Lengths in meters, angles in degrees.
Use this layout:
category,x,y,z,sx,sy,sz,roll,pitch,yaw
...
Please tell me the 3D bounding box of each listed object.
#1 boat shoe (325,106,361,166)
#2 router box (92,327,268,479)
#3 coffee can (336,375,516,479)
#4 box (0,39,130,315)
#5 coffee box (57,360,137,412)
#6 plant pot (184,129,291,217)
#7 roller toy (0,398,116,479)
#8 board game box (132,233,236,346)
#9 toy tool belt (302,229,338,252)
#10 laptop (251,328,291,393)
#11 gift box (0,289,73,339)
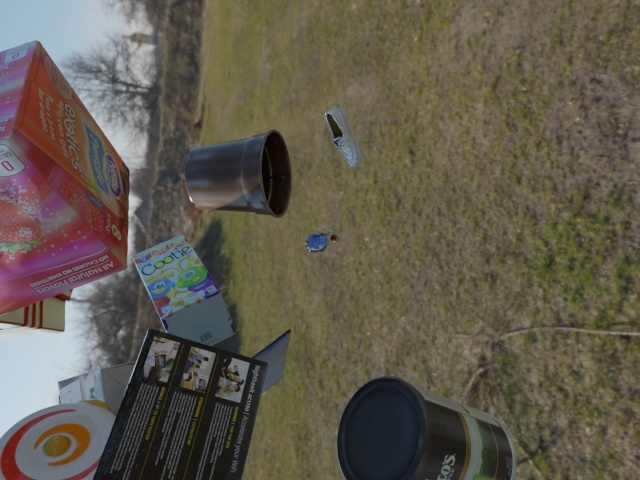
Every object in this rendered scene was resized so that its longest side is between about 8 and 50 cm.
category,x,y,z,sx,sy,sz,roll,pitch,yaw
boat shoe,0.034,-0.163,0.901,0.035,0.035,0.100,-3,112,46
router box,-0.137,0.191,0.557,0.046,0.133,0.179,123,163,-53
coffee can,0.196,0.380,1.025,0.201,0.275,0.201,-30,46,37
box,-0.329,-0.018,0.463,0.154,0.300,0.142,68,-177,-47
coffee box,-0.485,0.343,1.289,0.246,0.141,0.098,-22,76,41
plant pot,-0.159,-0.123,1.078,0.167,0.165,0.167,-2,-90,-75
roller toy,-0.377,0.342,0.827,0.191,0.209,0.146,28,126,33
board game box,-0.332,0.127,1.350,0.275,0.144,0.142,43,153,48
toy tool belt,0.000,0.000,1.345,0.051,0.083,0.052,45,-151,-72
laptop,-0.165,0.422,1.045,0.382,0.236,0.408,102,163,-63
gift box,-0.702,0.069,1.196,0.255,0.258,0.276,40,-138,-76
